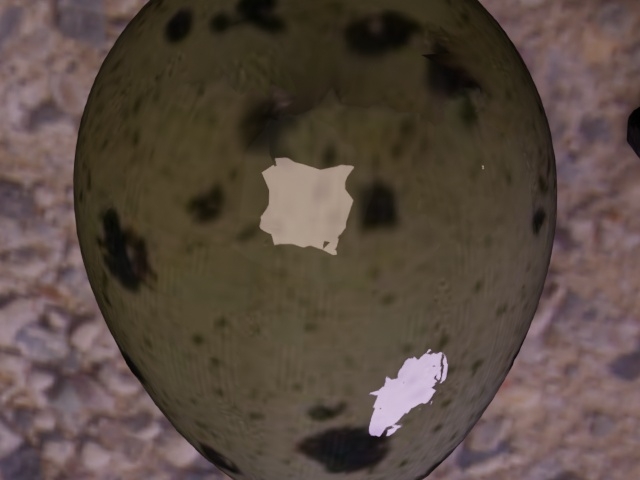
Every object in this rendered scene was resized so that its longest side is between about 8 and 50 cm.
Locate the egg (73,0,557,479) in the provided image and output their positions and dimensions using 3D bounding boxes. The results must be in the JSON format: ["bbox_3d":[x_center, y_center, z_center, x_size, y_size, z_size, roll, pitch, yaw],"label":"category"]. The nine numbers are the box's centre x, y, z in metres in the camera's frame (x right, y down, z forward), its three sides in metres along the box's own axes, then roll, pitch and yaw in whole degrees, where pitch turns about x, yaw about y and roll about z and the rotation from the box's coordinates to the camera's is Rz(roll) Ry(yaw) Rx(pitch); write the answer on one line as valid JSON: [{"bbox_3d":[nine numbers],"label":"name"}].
[{"bbox_3d":[0.000,0.000,0.424,0.177,0.177,0.228,-3,115,7],"label":"egg"}]

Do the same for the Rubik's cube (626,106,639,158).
[{"bbox_3d":[0.282,0.000,0.352,0.259,0.260,0.254,-34,97,8],"label":"Rubik's cube"}]
